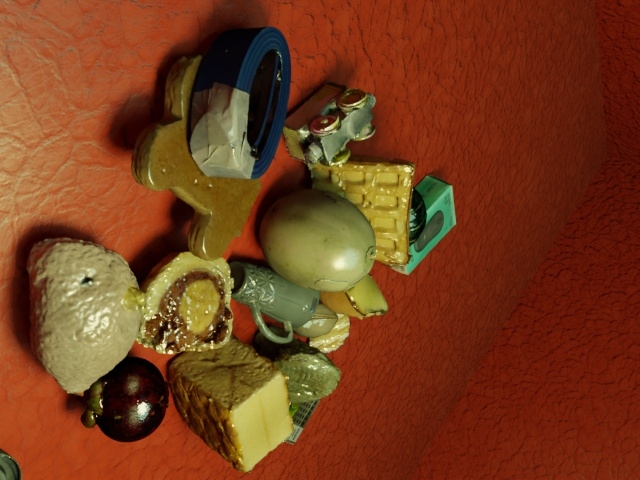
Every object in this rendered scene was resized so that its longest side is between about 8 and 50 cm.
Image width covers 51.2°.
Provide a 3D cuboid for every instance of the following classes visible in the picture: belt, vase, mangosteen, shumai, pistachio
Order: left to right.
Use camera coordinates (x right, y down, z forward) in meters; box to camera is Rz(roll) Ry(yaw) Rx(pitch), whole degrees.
[{"bbox_3d":[-0.456,0.373,1.562,0.210,0.210,0.209,-30,133,-38],"label":"mangosteen"},{"bbox_3d":[-0.167,-0.303,1.453,0.212,0.117,0.346,39,61,-61],"label":"belt"},{"bbox_3d":[-0.142,0.153,1.851,0.301,0.156,0.250,27,55,-49],"label":"vase"},{"bbox_3d":[-0.068,0.339,1.946,0.222,0.272,0.203,84,13,-48],"label":"shumai"},{"bbox_3d":[-0.027,0.243,2.074,0.185,0.124,0.124,0,111,-51],"label":"pistachio"}]

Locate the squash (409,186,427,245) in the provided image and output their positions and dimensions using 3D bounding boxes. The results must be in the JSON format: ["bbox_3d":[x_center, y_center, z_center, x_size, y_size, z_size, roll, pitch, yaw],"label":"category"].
[{"bbox_3d":[0.204,-0.086,2.051,0.165,0.252,0.252,-41,140,-44],"label":"squash"}]

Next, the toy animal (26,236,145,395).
[{"bbox_3d":[-0.480,0.162,1.386,0.227,0.188,0.358,-9,119,-36],"label":"toy animal"}]

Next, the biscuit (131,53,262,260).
[{"bbox_3d":[-0.266,-0.169,1.498,0.394,0.076,0.368,52,52,-54],"label":"biscuit"}]

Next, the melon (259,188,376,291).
[{"bbox_3d":[0.000,0.000,1.774,0.268,0.330,0.268,-36,138,-42],"label":"melon"}]

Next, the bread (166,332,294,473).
[{"bbox_3d":[-0.240,0.423,1.785,0.207,0.279,0.279,-37,140,-31],"label":"bread"}]

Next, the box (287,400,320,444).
[{"bbox_3d":[-0.129,0.559,2.210,0.180,0.047,0.325,-58,144,-10],"label":"box"}]

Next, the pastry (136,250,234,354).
[{"bbox_3d":[-0.338,0.141,1.590,0.256,0.170,0.236,2,89,-43],"label":"pastry"}]

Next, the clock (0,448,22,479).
[{"bbox_3d":[-0.747,0.535,1.414,0.215,0.042,0.214,-30,133,-38],"label":"clock"}]

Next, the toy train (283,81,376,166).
[{"bbox_3d":[0.025,-0.306,1.744,0.261,0.177,0.134,-45,141,-25],"label":"toy train"}]

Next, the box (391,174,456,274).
[{"bbox_3d":[0.345,-0.056,2.364,0.311,0.118,0.205,-44,142,-25],"label":"box"}]

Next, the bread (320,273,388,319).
[{"bbox_3d":[0.074,0.139,2.086,0.163,0.262,0.204,-35,155,24],"label":"bread"}]

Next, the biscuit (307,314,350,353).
[{"bbox_3d":[0.032,0.307,2.239,0.118,0.061,0.183,40,75,-12],"label":"biscuit"}]

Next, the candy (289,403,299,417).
[{"bbox_3d":[-0.098,0.482,2.109,0.149,0.069,0.246,24,85,-59],"label":"candy"}]

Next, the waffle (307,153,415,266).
[{"bbox_3d":[0.120,-0.090,1.903,0.077,0.304,0.348,-69,161,-51],"label":"waffle"}]
